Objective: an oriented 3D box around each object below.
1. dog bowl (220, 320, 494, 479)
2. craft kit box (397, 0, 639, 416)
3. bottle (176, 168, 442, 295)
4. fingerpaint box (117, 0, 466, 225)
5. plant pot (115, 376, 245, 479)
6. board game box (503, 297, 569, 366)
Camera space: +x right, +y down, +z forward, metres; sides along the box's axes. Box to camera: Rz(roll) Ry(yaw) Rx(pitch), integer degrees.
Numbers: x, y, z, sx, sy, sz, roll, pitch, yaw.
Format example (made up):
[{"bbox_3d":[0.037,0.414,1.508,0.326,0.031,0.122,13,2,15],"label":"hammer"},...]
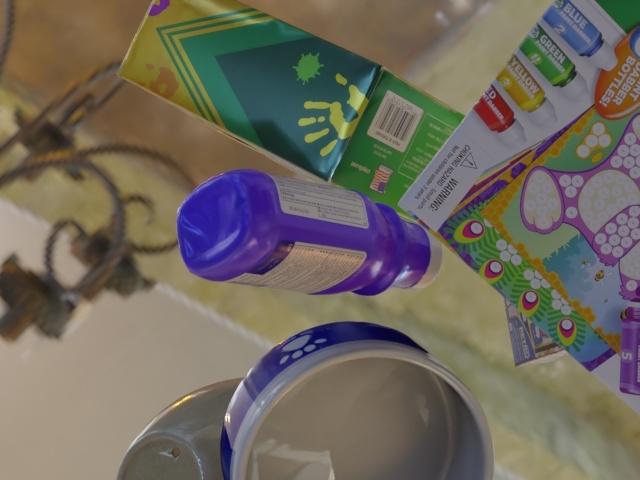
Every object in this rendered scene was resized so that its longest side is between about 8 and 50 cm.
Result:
[{"bbox_3d":[0.034,0.218,1.742,0.265,0.265,0.104,40,-177,-20],"label":"dog bowl"},{"bbox_3d":[0.208,-0.034,0.956,0.246,0.250,0.061,40,-151,7],"label":"craft kit box"},{"bbox_3d":[0.000,0.000,1.641,0.282,0.118,0.092,9,-118,-44],"label":"bottle"},{"bbox_3d":[0.017,-0.158,2.277,0.371,0.163,0.445,28,-176,33],"label":"fingerpaint box"},{"bbox_3d":[-0.117,0.283,1.928,0.191,0.284,0.284,16,-142,-53],"label":"plant pot"},{"bbox_3d":[0.237,0.044,1.756,0.193,0.045,0.147,145,116,-72],"label":"board game box"}]
